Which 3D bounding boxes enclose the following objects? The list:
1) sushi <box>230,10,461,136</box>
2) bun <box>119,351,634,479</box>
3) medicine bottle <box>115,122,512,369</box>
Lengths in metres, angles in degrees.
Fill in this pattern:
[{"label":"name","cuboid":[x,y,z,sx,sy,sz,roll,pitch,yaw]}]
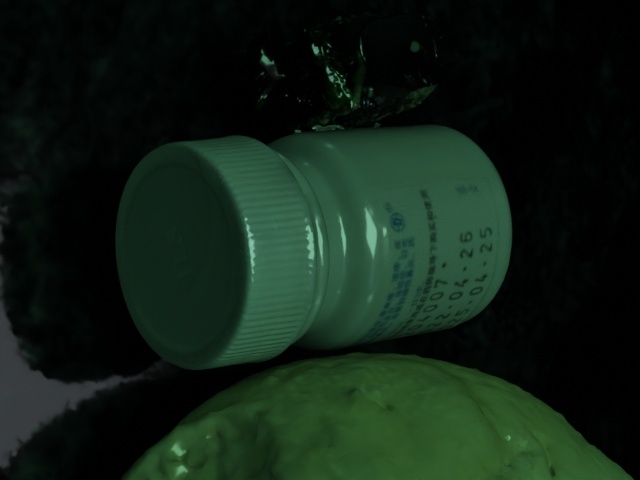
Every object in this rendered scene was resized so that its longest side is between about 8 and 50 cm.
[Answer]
[{"label":"sushi","cuboid":[0.012,-0.080,0.846,0.084,0.083,0.056,-6,88,-42]},{"label":"bun","cuboid":[0.048,0.227,0.754,0.364,0.202,0.364,5,82,-41]},{"label":"medicine bottle","cuboid":[0.000,0.000,0.811,0.168,0.105,0.105,-6,87,-41]}]
